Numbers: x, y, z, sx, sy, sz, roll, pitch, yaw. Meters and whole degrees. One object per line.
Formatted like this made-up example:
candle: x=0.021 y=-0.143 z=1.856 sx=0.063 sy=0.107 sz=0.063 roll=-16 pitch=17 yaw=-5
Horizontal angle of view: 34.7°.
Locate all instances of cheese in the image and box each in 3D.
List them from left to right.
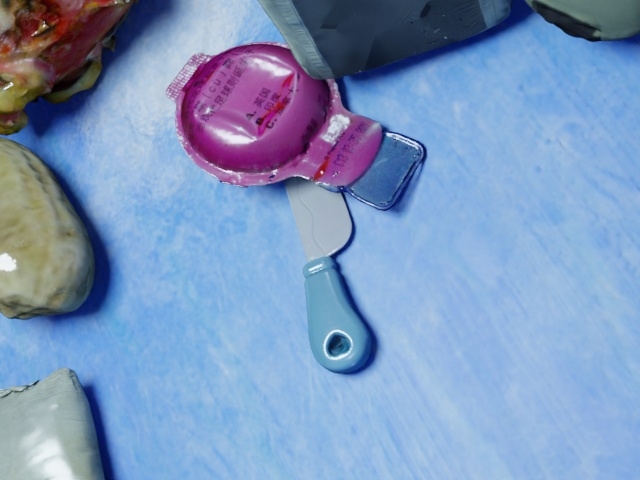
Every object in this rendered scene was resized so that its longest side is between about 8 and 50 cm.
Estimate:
cheese: x=-0.027 y=-0.102 z=0.916 sx=0.244 sy=0.062 sz=0.155 roll=26 pitch=72 yaw=17

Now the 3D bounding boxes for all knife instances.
knife: x=0.002 y=0.000 z=0.902 sx=0.058 sy=0.032 sz=0.244 roll=-20 pitch=63 yaw=18

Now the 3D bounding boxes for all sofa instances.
sofa: x=0.038 y=-0.263 z=0.828 sx=0.210 sy=0.225 sz=0.176 roll=-17 pitch=68 yaw=13

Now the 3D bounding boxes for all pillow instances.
pillow: x=-0.258 y=0.221 z=0.934 sx=0.134 sy=0.078 sz=0.181 roll=-27 pitch=67 yaw=17

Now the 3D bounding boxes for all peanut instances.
peanut: x=-0.313 y=-0.018 z=1.004 sx=0.137 sy=0.122 sz=0.253 roll=-46 pitch=59 yaw=19

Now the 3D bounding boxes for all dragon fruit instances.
dragon fruit: x=-0.316 y=-0.237 z=1.005 sx=0.296 sy=0.314 sz=0.262 roll=13 pitch=98 yaw=5

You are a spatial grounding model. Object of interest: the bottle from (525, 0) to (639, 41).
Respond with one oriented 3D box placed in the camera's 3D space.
bottle: x=0.265 y=-0.320 z=0.775 sx=0.168 sy=0.168 sz=0.347 roll=28 pitch=89 yaw=29
